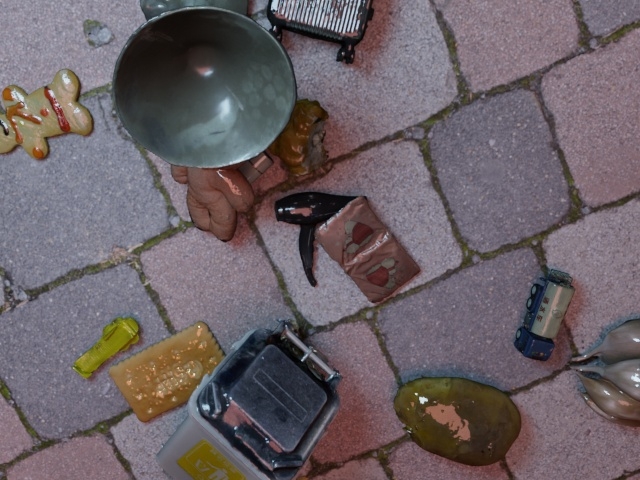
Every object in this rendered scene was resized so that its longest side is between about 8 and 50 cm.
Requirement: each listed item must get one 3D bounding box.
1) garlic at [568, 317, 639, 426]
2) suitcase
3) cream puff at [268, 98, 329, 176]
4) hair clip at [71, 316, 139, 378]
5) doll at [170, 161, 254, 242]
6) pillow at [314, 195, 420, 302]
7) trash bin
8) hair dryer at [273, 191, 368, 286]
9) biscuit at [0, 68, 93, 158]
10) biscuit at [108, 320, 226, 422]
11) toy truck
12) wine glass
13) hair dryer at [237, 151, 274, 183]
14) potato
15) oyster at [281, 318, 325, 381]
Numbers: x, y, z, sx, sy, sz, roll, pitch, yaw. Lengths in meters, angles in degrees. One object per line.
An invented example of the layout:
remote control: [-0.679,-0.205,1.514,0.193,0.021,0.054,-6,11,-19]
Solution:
garlic: [0.718,0.304,1.531,0.291,0.210,0.237,28,136,-14]
suitcase: [0.013,-0.503,1.268,0.202,0.128,0.312,12,104,-6]
cream puff: [-0.052,-0.206,1.346,0.121,0.156,0.156,-27,107,-29]
hair clip: [-0.460,0.230,1.484,0.173,0.046,0.072,-44,106,10]
doll: [-0.197,-0.143,1.331,0.201,0.156,0.303,23,138,18]
pillow: [0.099,0.023,1.436,0.135,0.049,0.248,-41,118,1]
trash bin: [-0.154,0.370,1.391,0.256,0.296,0.368,41,133,-1]
hair dryer: [0.000,0.000,1.448,0.195,0.075,0.219,-4,116,-11]
biscuit: [-0.578,-0.241,1.363,0.234,0.030,0.153,-18,103,2]
biscuit: [-0.330,0.296,1.516,0.249,0.030,0.160,-26,105,4]
toy truck: [0.496,0.164,1.491,0.074,0.088,0.202,14,104,-8]
wine glass: [-0.202,-0.327,1.143,0.267,0.406,0.267,-6,127,-9]
hair dryer: [-0.169,-0.183,1.391,0.082,0.047,0.137,-40,98,8]
potato: [0.303,0.398,1.519,0.296,0.141,0.192,20,101,-5]
oyster: [-0.092,0.306,1.506,0.222,0.083,0.214,-27,97,21]
